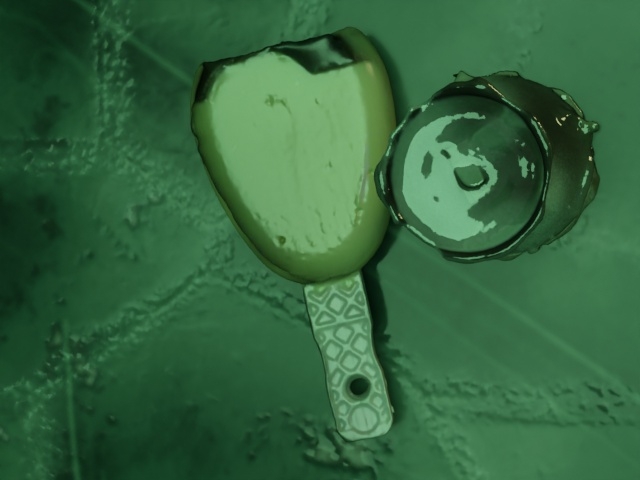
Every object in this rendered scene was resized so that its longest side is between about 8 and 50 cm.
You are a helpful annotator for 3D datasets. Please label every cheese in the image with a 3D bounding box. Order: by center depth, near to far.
[{"bbox_3d":[0.000,0.000,1.081,0.127,0.054,0.252,-13,91,12],"label":"cheese"}]

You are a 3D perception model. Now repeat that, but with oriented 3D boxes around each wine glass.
[{"bbox_3d":[0.091,-0.041,0.993,0.122,0.183,0.122,1,93,14],"label":"wine glass"}]
